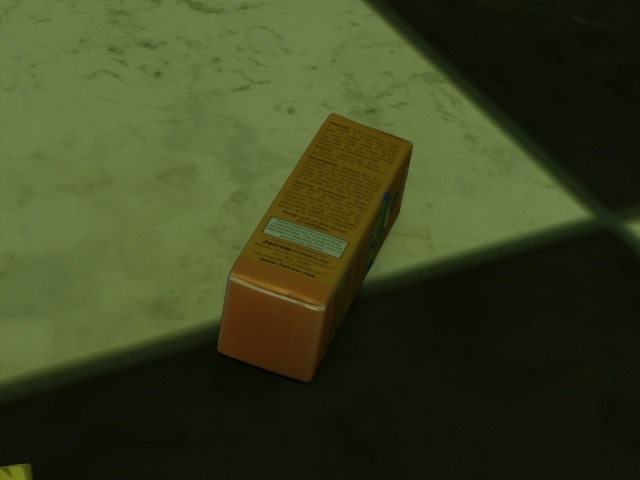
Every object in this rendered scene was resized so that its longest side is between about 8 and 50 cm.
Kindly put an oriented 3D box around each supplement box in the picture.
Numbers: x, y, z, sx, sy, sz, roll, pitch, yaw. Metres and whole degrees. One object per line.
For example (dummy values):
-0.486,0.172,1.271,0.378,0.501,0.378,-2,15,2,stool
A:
0.000,0.000,1.297,0.080,0.078,0.233,17,39,8,supplement box

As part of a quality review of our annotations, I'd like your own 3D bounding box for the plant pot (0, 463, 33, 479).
-0.203,0.191,1.008,0.081,0.081,0.083,-7,53,-21,plant pot
